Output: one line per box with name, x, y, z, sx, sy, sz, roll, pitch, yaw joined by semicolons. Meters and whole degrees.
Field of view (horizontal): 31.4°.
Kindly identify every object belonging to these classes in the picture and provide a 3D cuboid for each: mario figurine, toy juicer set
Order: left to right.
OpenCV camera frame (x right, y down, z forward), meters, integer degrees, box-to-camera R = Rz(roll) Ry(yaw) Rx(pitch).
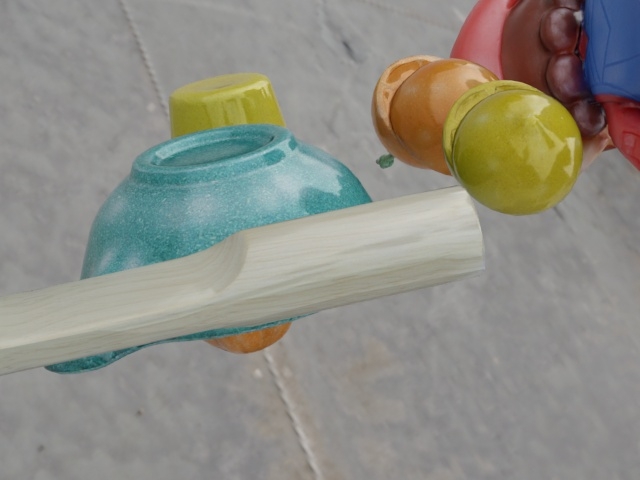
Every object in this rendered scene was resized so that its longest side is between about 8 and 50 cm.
toy juicer set;0.000;0.000;0.453;0.329;0.209;0.089;-62;144;-67
mario figurine;0.195;-0.111;0.571;0.170;0.320;0.198;34;77;-13
